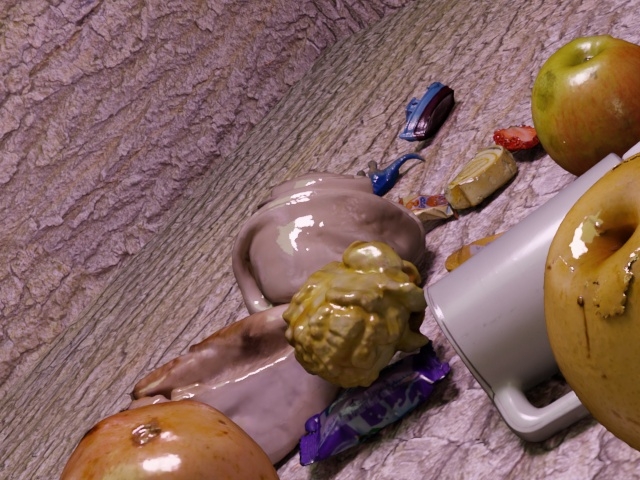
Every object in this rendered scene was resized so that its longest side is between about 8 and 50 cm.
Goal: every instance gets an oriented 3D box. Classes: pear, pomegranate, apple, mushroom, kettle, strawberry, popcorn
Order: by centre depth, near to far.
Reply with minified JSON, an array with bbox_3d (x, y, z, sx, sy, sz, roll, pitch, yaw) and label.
[{"bbox_3d":[0.396,0.064,1.016,0.348,0.348,0.348,-35,18,13],"label":"pear"},{"bbox_3d":[0.332,0.079,1.357,0.318,0.265,0.205,-35,-13,12],"label":"kettle"},{"bbox_3d":[-0.215,0.398,1.439,0.342,0.342,0.342,-35,18,13],"label":"pomegranate"},{"bbox_3d":[0.054,0.123,1.594,0.255,0.195,0.256,-40,0,17],"label":"popcorn"},{"bbox_3d":[0.471,-0.228,1.709,0.246,0.226,0.246,-33,21,14],"label":"apple"},{"bbox_3d":[-0.129,0.260,1.803,0.397,0.224,0.313,-34,5,-3],"label":"mushroom"},{"bbox_3d":[0.396,-0.198,2.045,0.104,0.048,0.152,-6,18,0],"label":"strawberry"}]

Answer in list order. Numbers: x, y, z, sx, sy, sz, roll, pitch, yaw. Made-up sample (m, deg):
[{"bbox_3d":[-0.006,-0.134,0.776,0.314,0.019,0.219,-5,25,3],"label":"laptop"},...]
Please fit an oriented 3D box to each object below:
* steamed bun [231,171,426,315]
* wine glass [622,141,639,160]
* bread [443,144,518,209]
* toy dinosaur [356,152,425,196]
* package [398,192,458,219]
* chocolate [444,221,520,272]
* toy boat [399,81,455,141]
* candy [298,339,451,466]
[{"bbox_3d":[0.000,0.000,1.914,0.342,0.255,0.368,-23,1,25],"label":"steamed bun"},{"bbox_3d":[0.562,-0.136,1.473,0.241,0.126,0.126,-30,20,22],"label":"wine glass"},{"bbox_3d":[0.312,-0.119,2.025,0.156,0.064,0.117,-43,14,-8],"label":"bread"},{"bbox_3d":[0.133,-0.111,2.400,0.248,0.075,0.188,-27,30,18],"label":"toy dinosaur"},{"bbox_3d":[0.214,-0.068,2.071,0.121,0.031,0.108,-3,25,6],"label":"package"},{"bbox_3d":[0.279,0.032,1.717,0.085,0.085,0.219,-48,11,-24],"label":"chocolate"},{"bbox_3d":[0.251,-0.314,2.538,0.097,0.100,0.223,11,43,29],"label":"toy boat"},{"bbox_3d":[0.080,0.248,1.588,0.275,0.070,0.145,-35,11,10],"label":"candy"}]
